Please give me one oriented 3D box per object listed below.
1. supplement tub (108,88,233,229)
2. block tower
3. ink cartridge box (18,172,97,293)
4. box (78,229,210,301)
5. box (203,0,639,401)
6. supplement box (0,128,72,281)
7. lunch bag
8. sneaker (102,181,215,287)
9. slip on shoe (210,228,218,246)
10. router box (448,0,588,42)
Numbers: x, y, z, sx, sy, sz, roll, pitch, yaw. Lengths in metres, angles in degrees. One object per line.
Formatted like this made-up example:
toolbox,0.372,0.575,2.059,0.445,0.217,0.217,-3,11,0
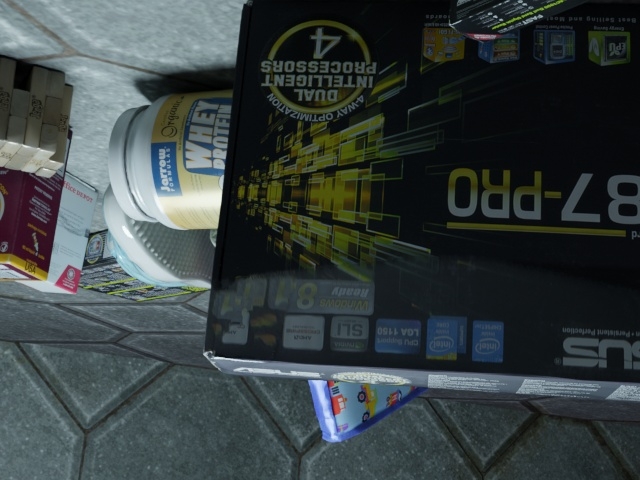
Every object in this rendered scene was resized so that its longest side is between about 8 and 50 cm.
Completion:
supplement tub,-0.102,-0.084,1.038,0.200,0.144,0.144,-2,163,20
block tower,-0.417,-0.151,0.990,0.335,0.097,0.091,11,163,-28
ink cartridge box,-0.369,-0.013,1.357,0.063,0.150,0.109,3,165,21
box,-0.318,0.045,1.715,0.216,0.060,0.270,18,160,-41
box,0.118,-0.038,0.823,0.395,0.318,0.097,4,164,6
supplement box,-0.359,-0.053,1.138,0.104,0.188,0.081,0,163,16
lunch bag,0.058,0.140,1.438,0.138,0.221,0.293,-6,-170,31
sneaker,-0.249,0.003,1.411,0.150,0.135,0.366,-2,162,13
slip on shoe,0.000,0.000,1.325,0.331,0.123,0.101,1,151,40
router box,0.143,-0.196,0.667,0.038,0.092,0.122,17,161,-38
